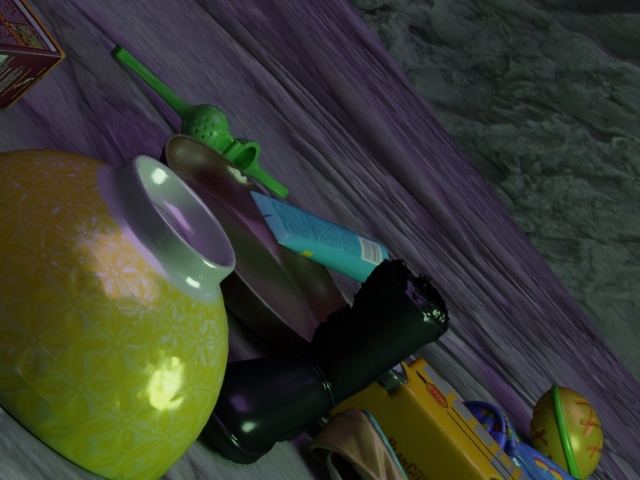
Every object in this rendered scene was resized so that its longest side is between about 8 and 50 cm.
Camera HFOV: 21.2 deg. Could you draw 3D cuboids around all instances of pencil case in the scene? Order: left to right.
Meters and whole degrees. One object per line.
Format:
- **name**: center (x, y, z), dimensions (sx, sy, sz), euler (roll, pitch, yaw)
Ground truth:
- **pencil case**: center (0.241, 0.296, 1.944), dimensions (0.306, 0.133, 0.119), euler (39, 50, -37)

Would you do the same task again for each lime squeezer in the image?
- **lime squeezer**: center (-0.128, -0.119, 2.069), dimensions (0.310, 0.059, 0.110), euler (40, -13, -33)

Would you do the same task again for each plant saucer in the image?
- **plant saucer**: center (-0.075, 0.017, 1.841), dimensions (0.310, 0.050, 0.310), euler (48, 13, -15)

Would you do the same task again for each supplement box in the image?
- **supplement box**: center (-0.317, -0.181, 1.515), dimensions (0.104, 0.081, 0.188), euler (51, 13, 6)

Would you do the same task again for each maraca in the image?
- **maraca**: center (0.349, 0.291, 2.393), dimensions (0.127, 0.099, 0.186), euler (-51, 127, -74)

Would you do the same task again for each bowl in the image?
- **bowl**: center (-0.160, 0.026, 1.310), dimensions (0.289, 0.156, 0.289), euler (46, 14, -16)

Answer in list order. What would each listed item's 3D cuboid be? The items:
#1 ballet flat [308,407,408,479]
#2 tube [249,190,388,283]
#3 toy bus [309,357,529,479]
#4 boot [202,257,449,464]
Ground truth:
- **ballet flat**: center (0.070, 0.266, 1.613), dimensions (0.232, 0.073, 0.080), euler (53, -26, 18)
- **tube**: center (0.000, 0.000, 1.937), dimensions (0.207, 0.052, 0.080), euler (25, 23, -50)
- **toy bus**: center (0.118, 0.230, 1.719), dimensions (0.333, 0.108, 0.130), euler (49, 18, 4)
- **boot**: center (0.004, 0.099, 1.531), dimensions (0.094, 0.207, 0.246), euler (54, 14, 13)
